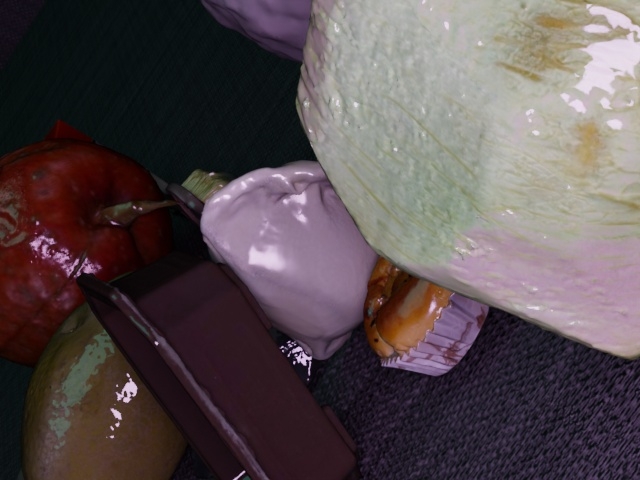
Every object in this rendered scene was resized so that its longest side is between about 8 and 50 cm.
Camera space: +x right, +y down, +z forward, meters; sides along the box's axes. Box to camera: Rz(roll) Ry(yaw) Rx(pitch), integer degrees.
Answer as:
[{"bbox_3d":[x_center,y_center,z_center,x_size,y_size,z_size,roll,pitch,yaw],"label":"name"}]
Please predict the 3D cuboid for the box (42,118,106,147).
[{"bbox_3d":[-0.248,-0.061,1.993,0.048,0.152,0.100,-46,24,24],"label":"box"}]

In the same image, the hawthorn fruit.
[{"bbox_3d":[-0.274,0.013,1.813,0.262,0.258,0.258,107,-175,-68],"label":"hawthorn fruit"}]

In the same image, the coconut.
[{"bbox_3d":[0.157,-0.097,0.935,0.328,0.328,0.281,-54,-6,16],"label":"coconut"}]

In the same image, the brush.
[{"bbox_3d":[-0.130,-0.050,1.856,0.067,0.072,0.313,-38,15,-9],"label":"brush"}]

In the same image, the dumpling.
[{"bbox_3d":[0.000,0.000,1.301,0.151,0.229,0.124,-45,57,-1],"label":"dumpling"}]

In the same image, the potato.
[{"bbox_3d":[-0.185,0.148,1.568,0.174,0.159,0.251,106,178,-73],"label":"potato"}]

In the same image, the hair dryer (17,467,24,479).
[{"bbox_3d":[-0.253,0.233,1.755,0.219,0.088,0.225,141,137,-58],"label":"hair dryer"}]

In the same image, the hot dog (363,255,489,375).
[{"bbox_3d":[0.092,-0.014,1.252,0.131,0.069,0.253,-44,22,55],"label":"hot dog"}]

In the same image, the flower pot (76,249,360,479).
[{"bbox_3d":[-0.061,0.106,1.260,0.084,0.251,0.179,-39,17,-14],"label":"flower pot"}]

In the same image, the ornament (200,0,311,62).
[{"bbox_3d":[0.025,-0.296,1.412,0.337,0.337,0.337,-48,23,29],"label":"ornament"}]

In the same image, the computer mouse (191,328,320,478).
[{"bbox_3d":[-0.059,0.112,1.452,0.192,0.062,0.106,-52,21,16],"label":"computer mouse"}]
